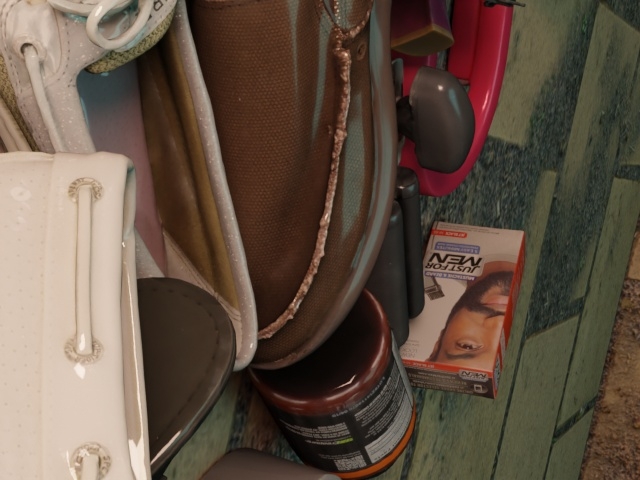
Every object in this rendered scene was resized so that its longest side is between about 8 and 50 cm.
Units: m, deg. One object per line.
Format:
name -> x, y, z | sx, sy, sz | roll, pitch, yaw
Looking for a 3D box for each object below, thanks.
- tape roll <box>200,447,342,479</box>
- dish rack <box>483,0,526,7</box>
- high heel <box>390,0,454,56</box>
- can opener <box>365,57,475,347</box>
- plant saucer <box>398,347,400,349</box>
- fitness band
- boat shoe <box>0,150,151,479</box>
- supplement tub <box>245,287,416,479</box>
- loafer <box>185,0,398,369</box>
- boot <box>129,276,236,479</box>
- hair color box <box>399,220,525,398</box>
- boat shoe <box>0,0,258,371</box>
tape roll -> -0.052, 0.264, 0.924 | 0.219, 0.072, 0.219 | 14, 90, -71
dish rack -> 0.098, -0.258, 0.872 | 0.271, 0.074, 0.208 | -14, 89, -68
high heel -> 0.025, -0.206, 0.856 | 0.244, 0.082, 0.117 | 9, 66, -57
can opener -> 0.073, -0.020, 1.038 | 0.283, 0.095, 0.076 | 83, 30, -44
plant saucer -> 0.033, 0.124, 1.138 | 0.192, 0.018, 0.067 | 3, 100, -69
fitness band -> 0.107, -0.180, 1.097 | 0.209, 0.054, 0.291 | -41, 139, -53
boat shoe -> -0.060, 0.127, 0.450 | 0.136, 0.156, 0.367 | 99, -22, -61
supplement tub -> 0.013, 0.112, 0.952 | 0.198, 0.106, 0.106 | 70, 39, -58
loafer -> -0.037, -0.110, 0.676 | 0.130, 0.133, 0.366 | -6, 104, -58
boot -> -0.115, 0.151, 0.633 | 0.263, 0.091, 0.229 | -48, 156, -6
hair color box -> 0.137, 0.064, 1.237 | 0.053, 0.093, 0.167 | 76, 26, -51
boat shoe -> -0.088, -0.068, 0.567 | 0.118, 0.103, 0.320 | -54, 151, -46
